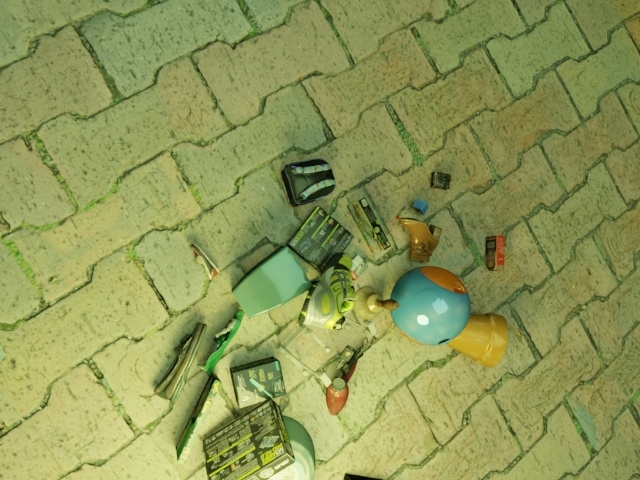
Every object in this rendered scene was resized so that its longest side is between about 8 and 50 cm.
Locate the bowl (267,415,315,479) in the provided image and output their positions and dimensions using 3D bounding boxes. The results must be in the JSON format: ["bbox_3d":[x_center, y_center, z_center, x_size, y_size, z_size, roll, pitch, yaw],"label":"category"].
[{"bbox_3d":[-0.142,0.752,1.576,0.311,0.163,0.311,2,83,-17],"label":"bowl"}]

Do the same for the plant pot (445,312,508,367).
[{"bbox_3d":[0.590,0.365,1.853,0.188,0.205,0.205,16,79,0],"label":"plant pot"}]

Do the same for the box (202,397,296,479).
[{"bbox_3d":[-0.230,0.654,1.494,0.270,0.216,0.060,-32,127,0],"label":"box"}]

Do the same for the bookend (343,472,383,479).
[{"bbox_3d":[0.150,0.928,1.700,0.157,0.072,0.156,16,80,-17],"label":"bookend"}]

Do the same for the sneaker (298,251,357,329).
[{"bbox_3d":[0.052,0.177,1.615,0.147,0.145,0.385,23,35,7],"label":"sneaker"}]

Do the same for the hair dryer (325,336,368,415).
[{"bbox_3d":[0.096,0.491,1.685,0.080,0.223,0.293,28,97,24],"label":"hair dryer"}]

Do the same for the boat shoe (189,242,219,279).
[{"bbox_3d":[-0.400,0.070,1.625,0.043,0.049,0.137,-41,102,-16],"label":"boat shoe"}]

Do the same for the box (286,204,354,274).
[{"bbox_3d":[0.000,0.000,1.766,0.184,0.045,0.191,39,75,-9],"label":"box"}]

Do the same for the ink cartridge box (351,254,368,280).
[{"bbox_3d":[0.120,0.115,1.800,0.115,0.029,0.063,-45,99,-18],"label":"ink cartridge box"}]

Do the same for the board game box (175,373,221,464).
[{"bbox_3d":[-0.389,0.560,1.529,0.030,0.136,0.260,28,77,-16],"label":"board game box"}]

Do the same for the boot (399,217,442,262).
[{"bbox_3d":[0.371,-0.001,1.858,0.197,0.073,0.152,18,98,-18],"label":"boot"}]

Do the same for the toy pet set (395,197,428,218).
[{"bbox_3d":[0.381,-0.099,1.890,0.122,0.065,0.114,39,74,-11],"label":"toy pet set"}]

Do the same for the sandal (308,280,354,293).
[{"bbox_3d":[0.035,0.185,1.749,0.179,0.040,0.067,5,44,-7],"label":"sandal"}]

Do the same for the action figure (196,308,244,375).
[{"bbox_3d":[-0.325,0.329,1.596,0.063,0.137,0.232,33,66,1],"label":"action figure"}]

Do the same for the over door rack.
[{"bbox_3d":[0.023,0.347,1.597,0.239,0.324,0.108,-44,115,-18],"label":"over door rack"}]

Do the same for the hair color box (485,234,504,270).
[{"bbox_3d":[0.721,0.053,1.983,0.043,0.072,0.141,5,82,-18],"label":"hair color box"}]

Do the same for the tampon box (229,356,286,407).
[{"bbox_3d":[-0.212,0.473,1.613,0.161,0.101,0.120,-11,87,-18],"label":"tampon box"}]

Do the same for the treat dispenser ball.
[{"bbox_3d":[0.395,0.236,1.742,0.288,0.288,0.288,2,84,-18],"label":"treat dispenser ball"}]

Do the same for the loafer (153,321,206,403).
[{"bbox_3d":[-0.452,0.386,1.551,0.084,0.096,0.267,22,80,-9],"label":"loafer"}]

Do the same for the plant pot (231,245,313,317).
[{"bbox_3d":[-0.178,0.149,1.633,0.234,0.165,0.166,-33,95,-11],"label":"plant pot"}]

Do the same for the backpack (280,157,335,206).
[{"bbox_3d":[-0.041,-0.214,1.735,0.173,0.117,0.158,-19,90,-19],"label":"backpack"}]

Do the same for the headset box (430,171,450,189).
[{"bbox_3d":[0.487,-0.245,1.958,0.083,0.032,0.062,9,82,-19],"label":"headset box"}]

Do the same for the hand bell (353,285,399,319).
[{"bbox_3d":[0.214,0.225,1.707,0.126,0.242,0.126,2,84,-17],"label":"hand bell"}]

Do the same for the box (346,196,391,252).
[{"bbox_3d":[0.180,-0.056,1.794,0.036,0.114,0.207,-30,93,-18],"label":"box"}]
